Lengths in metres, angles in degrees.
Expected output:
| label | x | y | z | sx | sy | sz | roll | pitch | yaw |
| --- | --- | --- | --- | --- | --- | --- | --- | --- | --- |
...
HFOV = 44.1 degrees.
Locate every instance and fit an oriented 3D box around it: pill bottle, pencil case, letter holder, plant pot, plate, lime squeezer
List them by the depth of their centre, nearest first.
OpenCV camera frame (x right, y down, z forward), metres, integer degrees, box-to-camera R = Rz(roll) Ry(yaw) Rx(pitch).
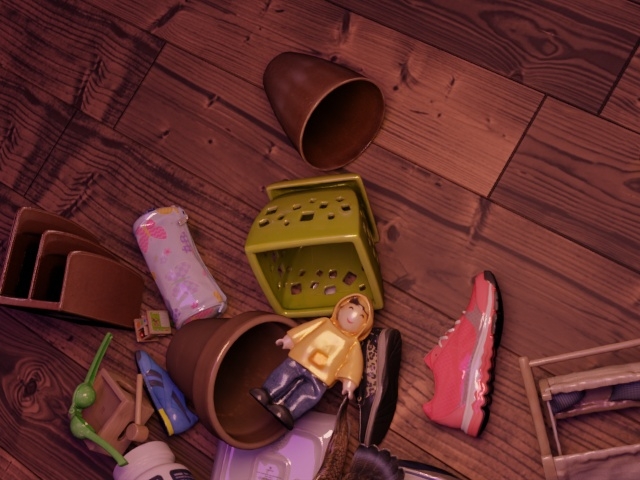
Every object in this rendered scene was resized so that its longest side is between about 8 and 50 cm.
| label | x | y | z | sx | sy | sz | roll | pitch | yaw |
| --- | --- | --- | --- | --- | --- | --- | --- | --- | --- |
| pill bottle | -0.297 | 0.534 | 1.544 | 0.153 | 0.153 | 0.265 | -42 | 56 | 3 |
| plant pot | 0.000 | 0.000 | 1.554 | 0.227 | 0.228 | 0.207 | -6 | 48 | 15 |
| plant pot | -0.180 | 0.250 | 1.558 | 0.229 | 0.263 | 0.263 | 12 | 79 | 46 |
| plate | -0.096 | 0.467 | 1.576 | 0.277 | 0.045 | 0.278 | 8 | 79 | 18 |
| lime squeezer | -0.460 | 0.329 | 1.597 | 0.110 | 0.059 | 0.310 | -34 | 48 | 17 |
| letter holder | -0.502 | 0.059 | 1.655 | 0.151 | 0.302 | 0.215 | 4 | 78 | 17 |
| plant pot | -0.017 | -0.300 | 1.668 | 0.215 | 0.215 | 0.230 | -45 | 56 | 2 |
| pencil case | -0.302 | 0.058 | 1.699 | 0.124 | 0.113 | 0.273 | -24 | 70 | -11 |

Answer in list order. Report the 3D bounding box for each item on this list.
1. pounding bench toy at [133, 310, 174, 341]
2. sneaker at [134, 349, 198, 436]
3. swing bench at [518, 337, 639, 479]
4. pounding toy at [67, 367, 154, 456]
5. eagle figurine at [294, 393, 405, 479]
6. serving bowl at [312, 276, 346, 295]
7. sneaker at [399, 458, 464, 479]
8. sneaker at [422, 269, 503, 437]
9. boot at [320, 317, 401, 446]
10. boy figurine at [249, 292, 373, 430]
| label | x | y | z | sx | sy | sz | roll | pitch | yaw |
| --- | --- | --- | --- | --- | --- | --- | --- | --- | --- |
| pounding bench toy | -0.354 | 0.188 | 1.717 | 0.065 | 0.083 | 0.052 | -32 | 64 | 40 |
| sneaker | -0.328 | 0.314 | 1.677 | 0.082 | 0.069 | 0.209 | -24 | 61 | -21 |
| swing bench | 0.499 | 0.309 | 1.377 | 0.253 | 0.165 | 0.255 | -14 | 74 | 12 |
| pounding toy | -0.398 | 0.359 | 1.637 | 0.181 | 0.094 | 0.206 | -53 | 47 | -1 |
| eagle figurine | 0.013 | 0.450 | 1.415 | 0.298 | 0.225 | 0.226 | -41 | 79 | -3 |
| serving bowl | 0.023 | 0.117 | 1.634 | 0.083 | 0.027 | 0.083 | -4 | 76 | 16 |
| sneaker | 0.242 | 0.521 | 1.404 | 0.315 | 0.127 | 0.182 | 20 | 85 | 6 |
| sneaker | 0.265 | 0.204 | 1.497 | 0.136 | 0.116 | 0.314 | 7 | 79 | 19 |
| boot | 0.061 | 0.274 | 1.563 | 0.178 | 0.085 | 0.237 | 10 | 94 | 31 |
| boy figurine | 0.008 | 0.216 | 1.451 | 0.177 | 0.092 | 0.285 | 40 | 76 | 23 |
